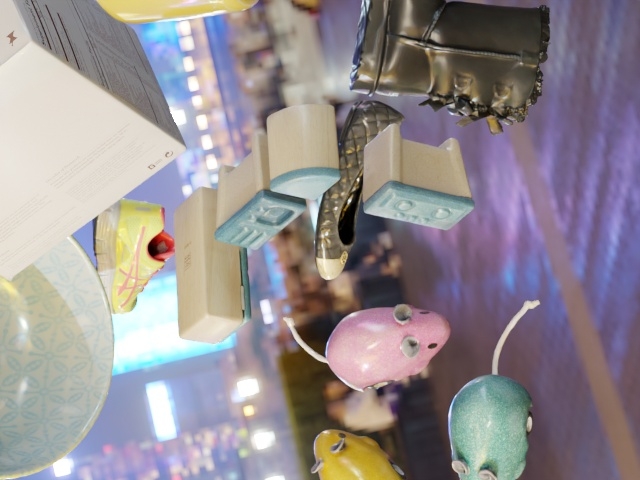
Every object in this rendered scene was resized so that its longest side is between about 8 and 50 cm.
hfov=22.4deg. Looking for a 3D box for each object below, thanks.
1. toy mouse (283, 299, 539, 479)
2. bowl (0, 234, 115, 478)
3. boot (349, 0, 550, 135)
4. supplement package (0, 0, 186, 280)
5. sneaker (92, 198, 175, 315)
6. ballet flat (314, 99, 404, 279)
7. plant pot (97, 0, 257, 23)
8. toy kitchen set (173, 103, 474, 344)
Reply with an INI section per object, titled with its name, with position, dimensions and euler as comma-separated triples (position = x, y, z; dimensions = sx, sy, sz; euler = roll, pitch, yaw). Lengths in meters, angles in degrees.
[toy mouse]
position = 0.049, 0.075, 0.777
dimensions = 0.161, 0.143, 0.031
euler = 53, -167, 22
[bowl]
position = -0.374, 0.108, 1.685
dimensions = 0.156, 0.289, 0.289
euler = -14, 89, 46
[boot]
position = 0.072, -0.121, 0.850
dimensions = 0.045, 0.099, 0.121
euler = -160, 79, -82
[supplement package]
position = -0.255, -0.107, 1.264
dimensions = 0.203, 0.194, 0.149
euler = 35, -157, -54
[sneaker]
position = -0.212, 0.023, 1.859
dimensions = 0.208, 0.094, 0.081
euler = 98, 166, -59
[ballet flat]
position = 0.031, -0.043, 1.476
dimensions = 0.057, 0.049, 0.173
euler = -26, -46, -69
[plant pot]
position = -0.018, -0.266, 0.959
dimensions = 0.254, 0.239, 0.254
euler = -4, -90, -79
[toy kitchen set]
position = 0.000, 0.000, 1.311
dimensions = 0.207, 0.166, 0.122
euler = -39, 47, 49
